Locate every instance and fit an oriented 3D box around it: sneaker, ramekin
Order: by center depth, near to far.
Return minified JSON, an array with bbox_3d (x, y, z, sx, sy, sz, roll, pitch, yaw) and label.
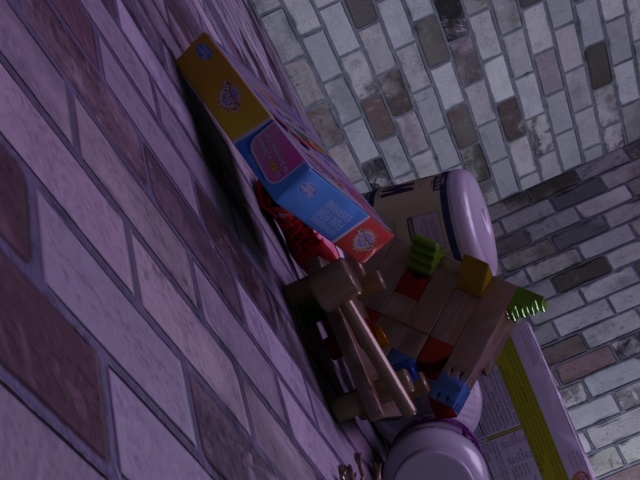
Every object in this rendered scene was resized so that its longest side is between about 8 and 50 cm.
[{"bbox_3d":[-0.045,-0.018,1.742,0.221,0.087,0.128,55,12,7],"label":"sneaker"},{"bbox_3d":[0.183,0.290,1.923,0.109,0.207,0.207,36,30,-63],"label":"ramekin"}]

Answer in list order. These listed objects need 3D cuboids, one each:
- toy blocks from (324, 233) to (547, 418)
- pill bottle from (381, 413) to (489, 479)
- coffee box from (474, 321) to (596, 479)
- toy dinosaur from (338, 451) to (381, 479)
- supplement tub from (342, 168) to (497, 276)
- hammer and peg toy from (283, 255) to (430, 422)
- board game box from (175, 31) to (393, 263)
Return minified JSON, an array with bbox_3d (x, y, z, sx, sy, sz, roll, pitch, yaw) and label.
[{"bbox_3d":[0.164,0.153,1.838,0.381,0.261,0.191,24,-17,27],"label":"toy blocks"},{"bbox_3d":[0.184,0.378,1.687,0.301,0.169,0.169,18,49,-83],"label":"pill bottle"},{"bbox_3d":[0.328,0.400,2.122,0.337,0.334,0.338,54,15,-72],"label":"coffee box"},{"bbox_3d":[0.054,0.329,1.340,0.183,0.053,0.093,48,32,-50],"label":"toy dinosaur"},{"bbox_3d":[0.168,0.005,2.097,0.235,0.324,0.235,-14,90,-72],"label":"supplement tub"},{"bbox_3d":[0.049,0.155,1.565,0.361,0.127,0.266,32,35,-75],"label":"hammer and peg toy"},{"bbox_3d":[-0.051,-0.130,1.485,0.242,0.064,0.316,36,15,-52],"label":"board game box"}]
